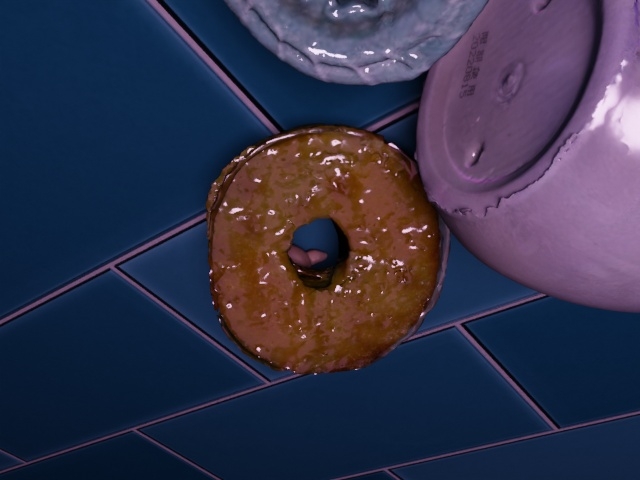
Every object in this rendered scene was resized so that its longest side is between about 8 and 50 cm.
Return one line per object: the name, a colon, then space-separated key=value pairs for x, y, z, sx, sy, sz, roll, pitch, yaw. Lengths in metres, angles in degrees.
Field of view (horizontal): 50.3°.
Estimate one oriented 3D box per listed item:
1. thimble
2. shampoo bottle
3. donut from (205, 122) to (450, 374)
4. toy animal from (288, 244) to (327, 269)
thimble: x=0.022 y=-0.237 z=0.471 sx=0.198 sy=0.143 sz=0.235 roll=-9 pitch=135 yaw=16
shampoo bottle: x=0.234 y=-0.081 z=0.511 sx=0.266 sy=0.273 sz=0.273 roll=18 pitch=137 yaw=-23
donut: x=0.000 y=0.000 z=0.717 sx=0.272 sy=0.107 sz=0.272 roll=-3 pitch=114 yaw=-8
toy animal: x=-0.071 y=0.045 z=0.839 sx=0.150 sy=0.083 sz=0.089 roll=-24 pitch=84 yaw=25
